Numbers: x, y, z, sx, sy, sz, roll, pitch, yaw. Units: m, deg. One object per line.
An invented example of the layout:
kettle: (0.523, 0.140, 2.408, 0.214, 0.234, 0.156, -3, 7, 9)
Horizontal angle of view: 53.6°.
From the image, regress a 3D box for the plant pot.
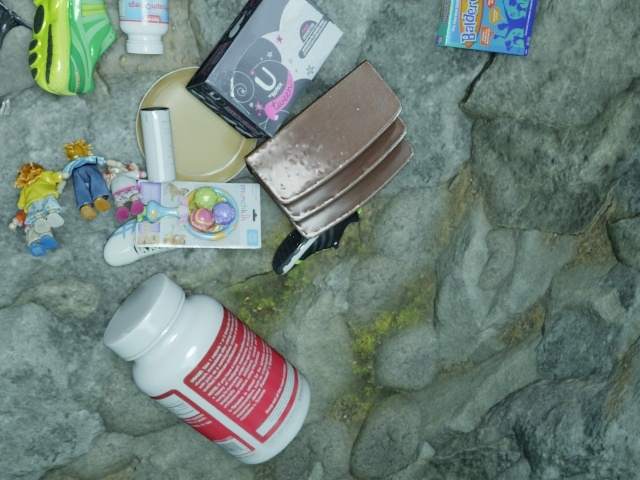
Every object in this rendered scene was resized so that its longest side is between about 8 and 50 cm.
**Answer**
plant pot: (-0.241, -0.220, 1.247, 0.236, 0.032, 0.237, -6, 109, -18)

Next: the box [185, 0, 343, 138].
box: (-0.102, -0.332, 1.175, 0.163, 0.142, 0.247, 38, 81, -25)

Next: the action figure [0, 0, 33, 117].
action figure: (-0.592, -0.274, 1.036, 0.140, 0.164, 0.276, 33, 85, 7)

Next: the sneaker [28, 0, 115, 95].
sneaker: (-0.422, -0.396, 1.100, 0.123, 0.109, 0.296, 8, 95, -63)

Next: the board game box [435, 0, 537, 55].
board game box: (0.361, -0.489, 1.364, 0.210, 0.047, 0.160, 0, 107, -19)

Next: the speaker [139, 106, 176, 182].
speaker: (-0.304, -0.178, 1.189, 0.055, 0.055, 0.136, -8, 110, -17)

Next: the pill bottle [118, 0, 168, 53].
pill bottle: (-0.314, -0.416, 1.127, 0.087, 0.087, 0.160, -4, 108, -18)

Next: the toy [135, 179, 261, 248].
toy: (-0.232, -0.057, 1.214, 0.237, 0.056, 0.137, 0, 73, -9)

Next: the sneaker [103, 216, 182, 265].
sneaker: (-0.317, -0.012, 1.257, 0.237, 0.086, 0.085, -24, 115, -10)

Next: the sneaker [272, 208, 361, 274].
sneaker: (0.000, 0.000, 1.373, 0.235, 0.084, 0.097, -46, 117, -1)

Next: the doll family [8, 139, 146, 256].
doll family: (-0.452, -0.102, 1.148, 0.262, 0.163, 0.118, -23, 145, -12)

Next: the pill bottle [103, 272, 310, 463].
pill bottle: (-0.227, 0.259, 1.296, 0.229, 0.229, 0.408, -45, 116, -1)

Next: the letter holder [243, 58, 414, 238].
letter holder: (0.034, -0.164, 1.256, 0.301, 0.152, 0.214, -39, 91, -4)
